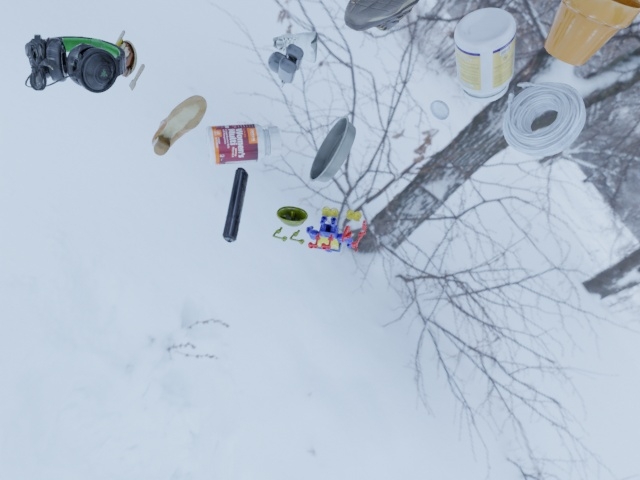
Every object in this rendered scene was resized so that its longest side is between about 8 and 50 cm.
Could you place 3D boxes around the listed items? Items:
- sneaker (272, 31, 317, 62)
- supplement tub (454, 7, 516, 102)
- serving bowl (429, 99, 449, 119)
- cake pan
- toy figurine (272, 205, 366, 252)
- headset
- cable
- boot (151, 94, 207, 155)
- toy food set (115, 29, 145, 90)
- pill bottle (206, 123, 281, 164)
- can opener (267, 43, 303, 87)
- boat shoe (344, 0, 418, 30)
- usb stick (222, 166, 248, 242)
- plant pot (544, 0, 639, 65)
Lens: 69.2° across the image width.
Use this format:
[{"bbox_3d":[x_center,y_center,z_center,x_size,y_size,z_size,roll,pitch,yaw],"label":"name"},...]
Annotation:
[{"bbox_3d":[-0.096,-0.743,1.781,0.129,0.111,0.297,-6,21,-22],"label":"sneaker"},{"bbox_3d":[0.707,-0.785,1.994,0.331,0.241,0.241,58,11,-56],"label":"supplement tub"},{"bbox_3d":[0.455,-0.497,1.753,0.083,0.083,0.027,47,71,-4],"label":"serving bowl"},{"bbox_3d":[0.051,-0.355,1.854,0.054,0.293,0.293,27,35,-18],"label":"cake pan"},{"bbox_3d":[0.000,0.000,1.868,0.362,0.217,0.191,7,58,8],"label":"toy figurine"},{"bbox_3d":[-0.726,-0.538,1.344,0.243,0.185,0.394,11,38,-5],"label":"headset"},{"bbox_3d":[0.747,-0.406,1.562,0.257,0.257,0.089,16,-4,45],"label":"cable"},{"bbox_3d":[-0.558,-0.470,1.805,0.104,0.295,0.211,37,14,-32],"label":"boot"},{"bbox_3d":[-0.708,-0.653,1.668,0.038,0.132,0.192,-11,63,-54],"label":"toy food set"},{"bbox_3d":[-0.242,-0.304,1.458,0.221,0.121,0.121,-7,54,-15],"label":"pill bottle"},{"bbox_3d":[-0.105,-0.476,1.257,0.095,0.076,0.283,27,6,-9],"label":"can opener"},{"bbox_3d":[0.205,-0.713,1.436,0.132,0.130,0.355,43,61,16],"label":"boat shoe"},{"bbox_3d":[-0.310,-0.130,1.693,0.077,0.045,0.278,53,43,-68],"label":"usb stick"},{"bbox_3d":[0.743,-0.611,1.307,0.205,0.188,0.205,10,48,-12],"label":"plant pot"}]
